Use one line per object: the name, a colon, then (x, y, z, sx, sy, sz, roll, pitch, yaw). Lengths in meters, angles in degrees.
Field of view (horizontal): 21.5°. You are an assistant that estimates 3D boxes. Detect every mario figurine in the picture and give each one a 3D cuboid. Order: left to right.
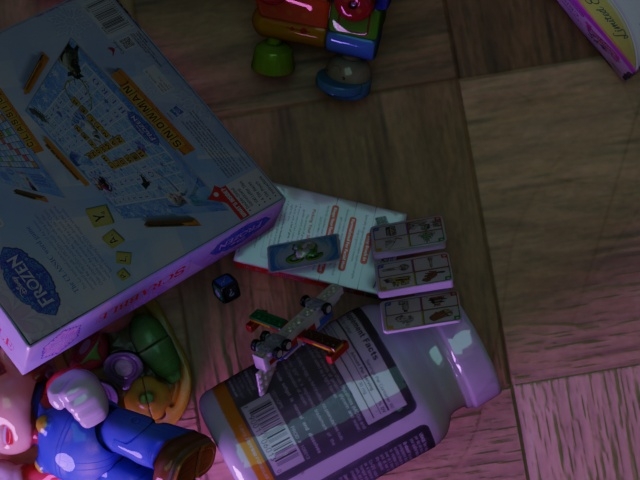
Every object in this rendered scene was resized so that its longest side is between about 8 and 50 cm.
mario figurine: (-0.272, 0.207, 1.669, 0.320, 0.170, 0.198, 22, 93, 23)

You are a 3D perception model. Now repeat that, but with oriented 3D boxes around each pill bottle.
pill bottle: (0.031, 0.163, 1.706, 0.278, 0.162, 0.162, -28, 85, -4)

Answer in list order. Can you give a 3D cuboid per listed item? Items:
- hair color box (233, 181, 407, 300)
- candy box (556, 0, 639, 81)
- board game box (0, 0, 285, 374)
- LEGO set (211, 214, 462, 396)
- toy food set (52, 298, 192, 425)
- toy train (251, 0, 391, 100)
hair color box: (0.000, 0.000, 1.777, 0.167, 0.053, 0.093, 13, 83, 2)
candy box: (0.369, -0.304, 1.803, 0.233, 0.071, 0.159, -39, 86, -4)
board game box: (-0.255, -0.072, 1.683, 0.318, 0.066, 0.319, -30, 72, -30)
LEGO set: (0.014, 0.062, 1.684, 0.244, 0.182, 0.060, -10, 125, 3)
toy food set: (-0.220, 0.107, 1.754, 0.128, 0.071, 0.218, -29, 85, -3)
toy train: (-0.051, -0.238, 1.774, 0.248, 0.105, 0.143, 12, 121, 6)
